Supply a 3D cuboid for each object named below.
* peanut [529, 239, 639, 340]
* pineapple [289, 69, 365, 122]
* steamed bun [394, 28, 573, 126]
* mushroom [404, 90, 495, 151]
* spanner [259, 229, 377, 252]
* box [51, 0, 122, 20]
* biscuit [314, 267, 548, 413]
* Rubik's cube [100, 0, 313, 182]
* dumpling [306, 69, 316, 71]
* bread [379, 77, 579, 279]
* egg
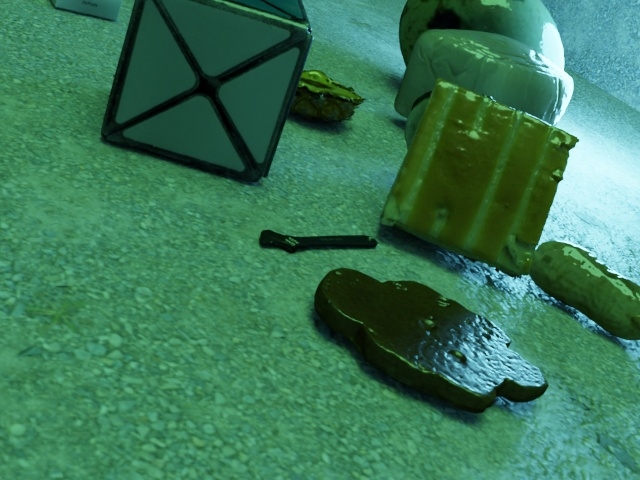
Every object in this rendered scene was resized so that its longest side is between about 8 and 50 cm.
[{"bbox_3d":[0.409,0.072,1.277,0.214,0.099,0.099,34,27,29],"label":"peanut"},{"bbox_3d":[-0.018,-0.283,1.670,0.224,0.076,0.225,19,21,-8],"label":"pineapple"},{"bbox_3d":[0.373,-0.307,1.839,0.383,0.247,0.236,8,25,-31],"label":"steamed bun"},{"bbox_3d":[0.256,-0.124,1.460,0.267,0.164,0.189,28,-24,-28],"label":"mushroom"},{"bbox_3d":[0.000,0.000,1.177,0.208,0.012,0.046,-1,32,-42],"label":"spanner"},{"bbox_3d":[-0.493,-0.509,1.770,0.130,0.051,0.129,5,29,-33],"label":"box"},{"bbox_3d":[0.127,0.117,1.005,0.290,0.041,0.208,26,25,7],"label":"biscuit"},{"bbox_3d":[-0.170,-0.273,1.303,0.260,0.255,0.259,15,26,-16],"label":"Rubik's cube"},{"bbox_3d":[-0.016,-0.334,1.825,0.059,0.043,0.077,55,31,15],"label":"dumpling"},{"bbox_3d":[0.236,-0.087,1.294,0.239,0.246,0.111,23,-8,5],"label":"bread"},{"bbox_3d":[0.397,-0.482,2.109,0.428,0.345,0.345,36,26,5],"label":"egg"}]
